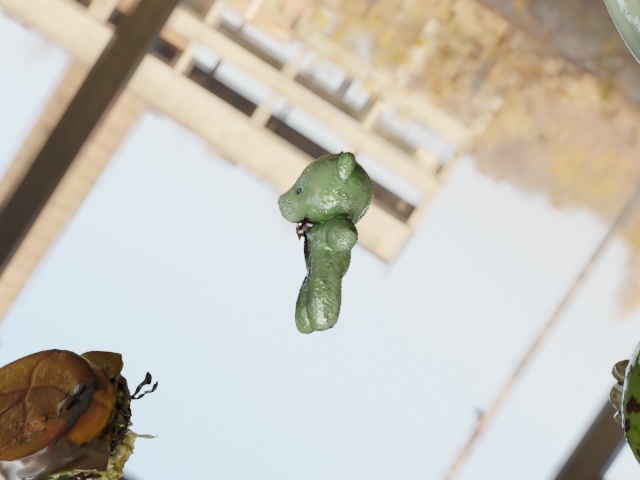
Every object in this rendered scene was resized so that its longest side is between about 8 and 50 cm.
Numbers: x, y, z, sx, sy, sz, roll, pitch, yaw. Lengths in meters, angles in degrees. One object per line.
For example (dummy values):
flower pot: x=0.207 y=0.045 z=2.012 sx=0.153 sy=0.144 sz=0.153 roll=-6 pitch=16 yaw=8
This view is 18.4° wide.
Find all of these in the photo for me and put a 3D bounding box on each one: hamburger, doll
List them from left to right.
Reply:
hamburger: x=-0.298 y=0.223 z=2.125 sx=0.243 sy=0.261 sz=0.139 roll=-83 pitch=-25 yaw=-54
doll: x=0.000 y=0.000 z=1.611 sx=0.077 sy=0.150 sz=0.115 roll=8 pitch=171 yaw=-4

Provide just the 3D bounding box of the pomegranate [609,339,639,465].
pomegranate: x=0.439 y=0.165 z=2.249 sx=0.242 sy=0.242 sz=0.306 roll=29 pitch=-167 yaw=-25

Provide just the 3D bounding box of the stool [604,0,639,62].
stool: x=0.315 y=-0.257 z=1.558 sx=0.195 sy=0.198 sz=0.195 roll=48 pitch=-154 yaw=-44
